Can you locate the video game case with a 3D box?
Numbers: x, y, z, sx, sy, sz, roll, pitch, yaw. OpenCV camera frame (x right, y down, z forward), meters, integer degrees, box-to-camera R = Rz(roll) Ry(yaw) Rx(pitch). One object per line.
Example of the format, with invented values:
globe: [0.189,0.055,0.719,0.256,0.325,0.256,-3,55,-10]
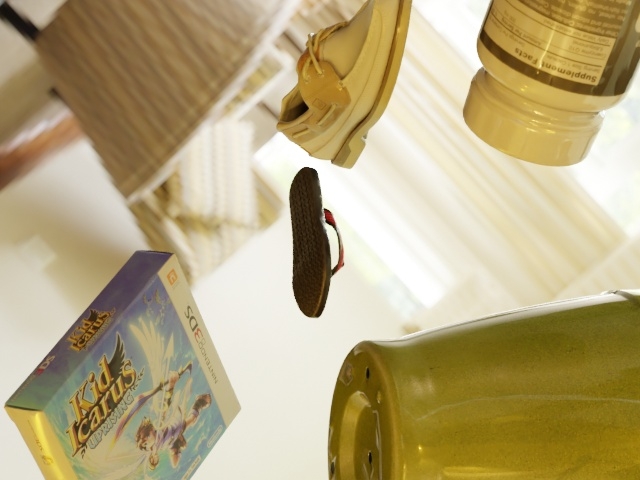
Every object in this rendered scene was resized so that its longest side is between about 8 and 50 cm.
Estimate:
video game case: [-0.212,0.187,1.780,0.061,0.244,0.269,3,-140,33]

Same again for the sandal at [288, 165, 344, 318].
sandal: [0.000,0.000,1.581,0.067,0.040,0.179,-50,-147,40]

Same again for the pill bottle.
pill bottle: [0.246,-0.225,1.530,0.161,0.161,0.283,-40,152,-55]

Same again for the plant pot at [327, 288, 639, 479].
plant pot: [0.202,0.220,1.623,0.353,0.366,0.366,2,162,-15]

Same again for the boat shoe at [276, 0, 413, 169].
boat shoe: [0.024,-0.182,1.759,0.302,0.103,0.113,115,-11,-55]
